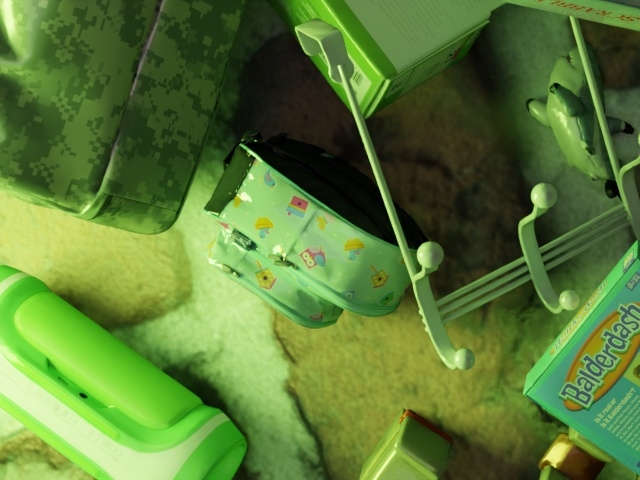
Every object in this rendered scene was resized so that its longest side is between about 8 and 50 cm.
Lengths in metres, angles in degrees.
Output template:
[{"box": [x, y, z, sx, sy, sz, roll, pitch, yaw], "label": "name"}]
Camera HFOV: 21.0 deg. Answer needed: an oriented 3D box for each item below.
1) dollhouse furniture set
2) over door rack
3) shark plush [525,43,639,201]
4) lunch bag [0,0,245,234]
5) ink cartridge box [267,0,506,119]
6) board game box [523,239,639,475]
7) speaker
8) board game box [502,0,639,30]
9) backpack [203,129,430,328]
[{"box": [0.159, 0.263, 1.563, 0.259, 0.135, 0.262, 35, 100, 1], "label": "dollhouse furniture set"}, {"box": [0.152, -0.080, 1.443, 0.239, 0.108, 0.324, -27, 104, -15], "label": "over door rack"}, {"box": [0.254, -0.096, 1.552, 0.067, 0.073, 0.161, -28, 77, -16], "label": "shark plush"}, {"box": [-0.237, -0.181, 1.556, 0.212, 0.256, 0.305, 27, 100, 46], "label": "lunch bag"}, {"box": [0.092, -0.257, 1.582, 0.255, 0.097, 0.189, -32, 80, -21], "label": "ink cartridge box"}, {"box": [0.302, 0.124, 1.453, 0.210, 0.047, 0.160, 36, 111, -3], "label": "board game box"}, {"box": [-0.219, 0.149, 1.646, 0.296, 0.131, 0.131, 35, 99, 13], "label": "speaker"}, {"box": [0.239, -0.338, 1.404, 0.066, 0.318, 0.319, -5, 79, 58], "label": "board game box"}, {"box": [0.000, 0.000, 1.563, 0.188, 0.166, 0.144, 27, 99, 17], "label": "backpack"}]
